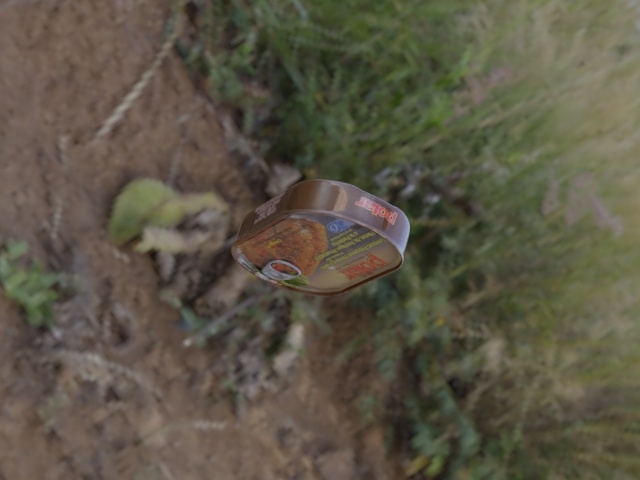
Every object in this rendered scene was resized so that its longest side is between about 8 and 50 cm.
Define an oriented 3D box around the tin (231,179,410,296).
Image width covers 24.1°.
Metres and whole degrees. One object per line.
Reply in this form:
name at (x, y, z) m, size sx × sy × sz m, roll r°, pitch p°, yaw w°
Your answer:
tin at (0.000, 0.000, 1.215) m, size 0.106 × 0.040 × 0.190 m, roll 30°, pitch -25°, yaw -18°
